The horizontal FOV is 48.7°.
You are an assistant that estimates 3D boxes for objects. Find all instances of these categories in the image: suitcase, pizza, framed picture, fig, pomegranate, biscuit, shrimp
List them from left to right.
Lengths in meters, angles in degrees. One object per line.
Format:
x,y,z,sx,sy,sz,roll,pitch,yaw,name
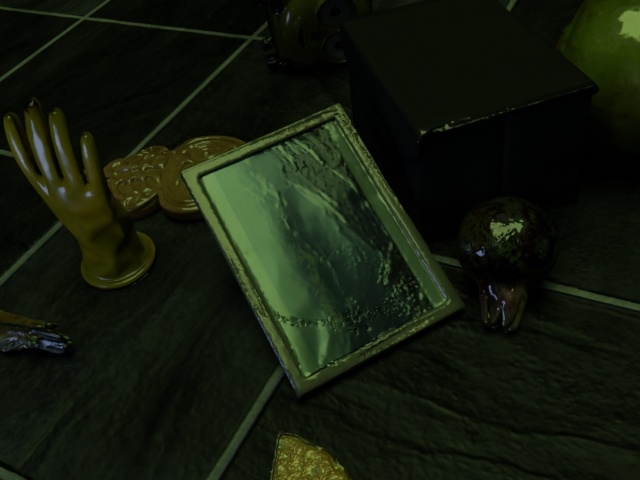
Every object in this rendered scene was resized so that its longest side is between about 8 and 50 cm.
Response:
-0.447,0.154,0.953,0.219,0.046,0.152,1,44,19,shrimp
-0.241,-0.109,1.190,0.288,0.044,0.202,1,45,10,biscuit
-0.026,0.268,0.757,0.123,0.026,0.108,30,60,33,pizza
-0.009,-0.440,1.373,0.234,0.194,0.143,-14,51,-2,suitcase
0.000,0.000,0.922,0.247,0.022,0.335,-25,74,-14,framed picture
0.224,0.024,0.893,0.125,0.138,0.163,29,87,24,pomegranate
0.497,-0.239,1.022,0.326,0.258,0.258,13,45,-4,fig

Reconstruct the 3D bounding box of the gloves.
-0.328,-0.069,0.980,0.132,0.295,0.116,1,45,14,gloves

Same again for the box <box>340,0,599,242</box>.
0.203,-0.196,1.061,0.251,0.205,0.345,-16,43,-5,box
